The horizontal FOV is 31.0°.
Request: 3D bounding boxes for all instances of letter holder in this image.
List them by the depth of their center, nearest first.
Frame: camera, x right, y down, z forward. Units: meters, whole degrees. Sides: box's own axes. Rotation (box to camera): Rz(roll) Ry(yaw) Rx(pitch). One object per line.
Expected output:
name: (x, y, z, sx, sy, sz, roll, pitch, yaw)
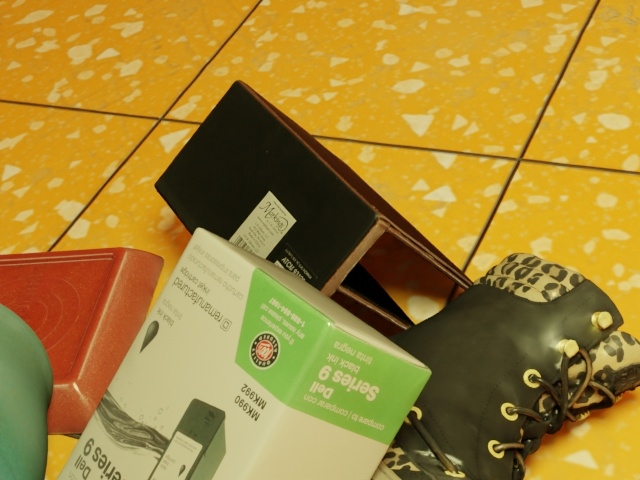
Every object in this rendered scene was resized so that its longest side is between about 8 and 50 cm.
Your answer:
letter holder: (0.000, 0.000, 1.204, 0.152, 0.214, 0.302, -51, 44, 7)

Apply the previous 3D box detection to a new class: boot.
boot: (0.160, 0.166, 0.959, 0.284, 0.138, 0.377, -31, 37, -18)

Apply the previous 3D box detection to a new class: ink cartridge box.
ink cartridge box: (-0.078, 0.167, 0.912, 0.211, 0.121, 0.289, 31, 93, 50)

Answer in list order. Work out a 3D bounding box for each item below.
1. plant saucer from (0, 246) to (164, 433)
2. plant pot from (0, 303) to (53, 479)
plant saucer: (-0.324, 0.096, 1.251, 0.259, 0.048, 0.258, -4, 41, 14)
plant pot: (-0.359, 0.178, 1.017, 0.271, 0.272, 0.255, -6, 27, 10)
